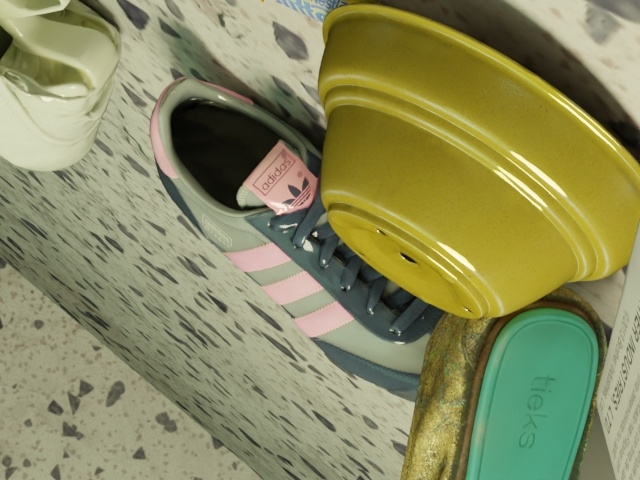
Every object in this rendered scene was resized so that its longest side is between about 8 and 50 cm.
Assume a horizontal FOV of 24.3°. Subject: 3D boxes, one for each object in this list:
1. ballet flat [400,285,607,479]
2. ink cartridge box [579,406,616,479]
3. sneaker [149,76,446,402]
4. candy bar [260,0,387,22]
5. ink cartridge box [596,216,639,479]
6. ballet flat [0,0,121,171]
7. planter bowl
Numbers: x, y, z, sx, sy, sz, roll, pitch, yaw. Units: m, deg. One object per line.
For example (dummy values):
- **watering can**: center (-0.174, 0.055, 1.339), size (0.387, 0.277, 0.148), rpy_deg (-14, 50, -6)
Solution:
- **ballet flat**: center (0.087, 0.186, 0.895), size (0.123, 0.349, 0.123), rpy_deg (12, -173, -2)
- **ink cartridge box**: center (0.256, 0.325, 1.014), size (0.279, 0.160, 0.385), rpy_deg (23, 139, 48)
- **sneaker**: center (0.000, 0.000, 1.020), size (0.319, 0.112, 0.131), rpy_deg (34, 167, 22)
- **candy bar**: center (0.019, -0.120, 0.804), size (0.161, 0.018, 0.040), rpy_deg (30, 162, 33)
- **ink cartridge box**: center (0.199, 0.152, 0.393), size (0.270, 0.151, 0.396), rpy_deg (84, 179, -59)
- **ballet flat**: center (-0.227, -0.167, 1.108), size (0.139, 0.139, 0.400), rpy_deg (31, 162, 32)
- **planter bowl**: center (0.067, -0.022, 0.782), size (0.217, 0.090, 0.217), rpy_deg (34, 169, 8)
